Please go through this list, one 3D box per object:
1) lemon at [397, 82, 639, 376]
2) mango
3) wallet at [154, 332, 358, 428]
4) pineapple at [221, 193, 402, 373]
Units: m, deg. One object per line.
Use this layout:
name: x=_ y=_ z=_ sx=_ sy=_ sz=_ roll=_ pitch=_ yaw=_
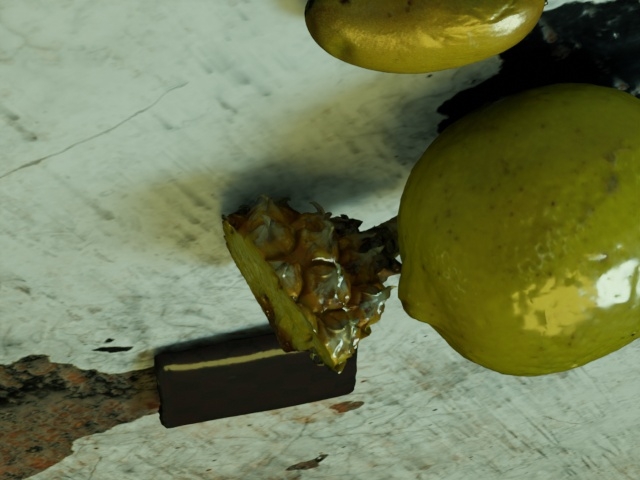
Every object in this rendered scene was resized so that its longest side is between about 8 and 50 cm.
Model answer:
lemon: x=0.209 y=-0.014 z=1.647 sx=0.310 sy=0.253 sz=0.253 roll=-29 pitch=155 yaw=-1
mango: x=0.084 y=-0.172 z=1.441 sx=0.190 sy=0.075 sz=0.098 roll=-10 pitch=140 yaw=-2
wallet: x=-0.071 y=0.148 z=2.064 sx=0.229 sy=0.049 sz=0.182 roll=-10 pitch=155 yaw=-7
pineapple: x=0.001 y=0.002 z=1.703 sx=0.164 sy=0.250 sz=0.140 roll=-31 pitch=113 yaw=-2
